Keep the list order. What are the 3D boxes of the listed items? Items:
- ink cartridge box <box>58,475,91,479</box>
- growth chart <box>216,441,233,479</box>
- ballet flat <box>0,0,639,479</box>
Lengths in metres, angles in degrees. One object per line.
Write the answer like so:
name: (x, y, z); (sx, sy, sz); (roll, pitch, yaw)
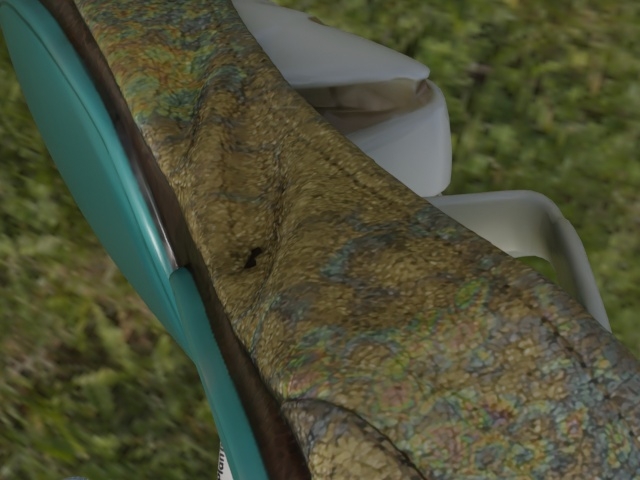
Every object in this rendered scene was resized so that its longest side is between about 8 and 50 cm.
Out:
ink cartridge box: (-0.106, 0.239, 0.486); (0.223, 0.307, 0.129); (-16, 140, -19)
growth chart: (0.032, 0.114, 0.623); (0.021, 0.237, 0.172); (-3, 98, -38)
ballet flat: (0.000, 0.000, 0.540); (0.123, 0.348, 0.123); (-9, 120, -16)
